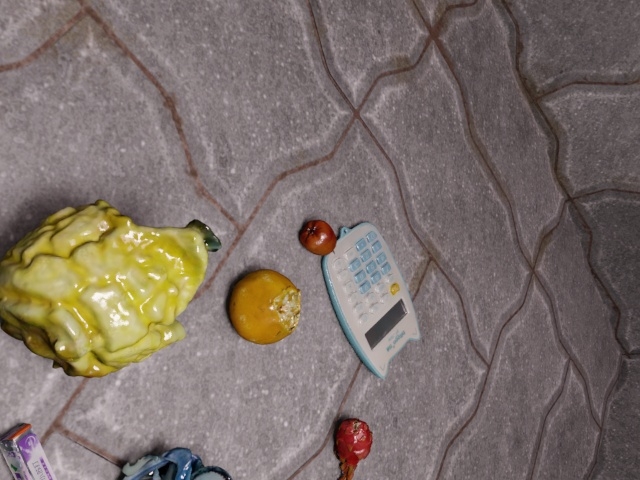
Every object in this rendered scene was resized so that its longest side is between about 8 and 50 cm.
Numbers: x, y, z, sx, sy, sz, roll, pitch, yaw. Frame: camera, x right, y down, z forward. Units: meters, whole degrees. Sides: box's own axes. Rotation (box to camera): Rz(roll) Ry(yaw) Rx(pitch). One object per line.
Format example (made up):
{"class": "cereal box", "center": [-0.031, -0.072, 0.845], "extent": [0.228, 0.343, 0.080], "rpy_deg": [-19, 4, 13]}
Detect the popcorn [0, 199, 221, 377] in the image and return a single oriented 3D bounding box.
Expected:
{"class": "popcorn", "center": [-0.331, 0.084, 0.820], "extent": [0.293, 0.293, 0.237], "rpy_deg": [48, 49, -31]}

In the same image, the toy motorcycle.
{"class": "toy motorcycle", "center": [-0.265, 0.477, 0.893], "extent": [0.154, 0.206, 0.260], "rpy_deg": [97, 14, -62]}

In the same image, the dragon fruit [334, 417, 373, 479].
{"class": "dragon fruit", "center": [0.071, 0.506, 1.301], "extent": [0.094, 0.094, 0.190], "rpy_deg": [-5, 112, -45]}

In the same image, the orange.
{"class": "orange", "center": [-0.109, 0.135, 1.107], "extent": [0.155, 0.134, 0.154], "rpy_deg": [1, 88, -38]}

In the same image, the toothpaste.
{"class": "toothpaste", "center": [-0.423, 0.373, 0.827], "extent": [0.047, 0.040, 0.196], "rpy_deg": [-45, 120, -65]}

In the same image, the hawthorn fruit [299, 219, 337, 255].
{"class": "hawthorn fruit", "center": [0.000, 0.000, 1.268], "extent": [0.093, 0.081, 0.081], "rpy_deg": [48, 55, -46]}

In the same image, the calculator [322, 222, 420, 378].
{"class": "calculator", "center": [0.128, 0.139, 1.398], "extent": [0.256, 0.055, 0.386], "rpy_deg": [-36, 110, -40]}
